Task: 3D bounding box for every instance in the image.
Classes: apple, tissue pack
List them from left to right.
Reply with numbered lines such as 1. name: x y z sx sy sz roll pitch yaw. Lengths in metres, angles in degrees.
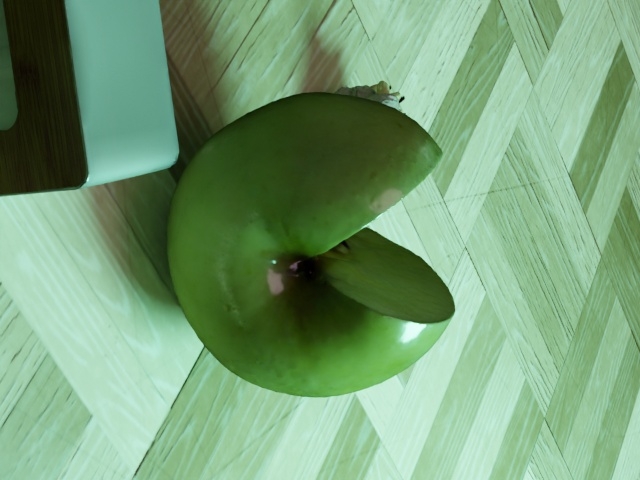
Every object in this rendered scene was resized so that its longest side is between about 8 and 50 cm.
1. tissue pack: -0.226 -0.166 1.348 0.136 0.159 0.246 -18 102 -60
2. apple: 0.000 0.000 1.587 0.254 0.292 0.292 -71 149 -73

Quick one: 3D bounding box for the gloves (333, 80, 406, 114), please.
1. gloves: 0.047 -0.112 1.852 0.144 0.094 0.110 -80 161 -58
